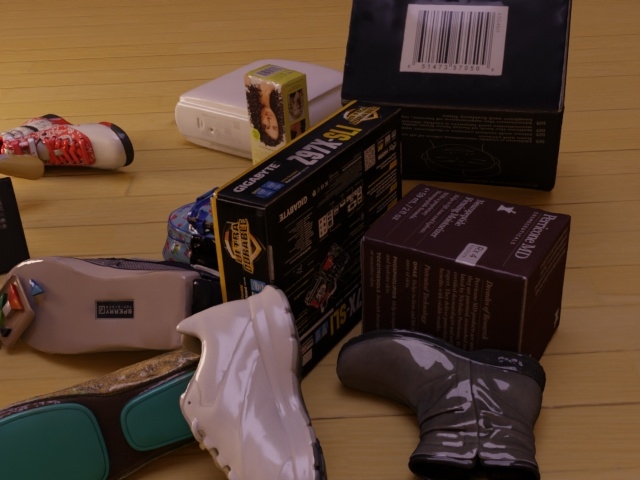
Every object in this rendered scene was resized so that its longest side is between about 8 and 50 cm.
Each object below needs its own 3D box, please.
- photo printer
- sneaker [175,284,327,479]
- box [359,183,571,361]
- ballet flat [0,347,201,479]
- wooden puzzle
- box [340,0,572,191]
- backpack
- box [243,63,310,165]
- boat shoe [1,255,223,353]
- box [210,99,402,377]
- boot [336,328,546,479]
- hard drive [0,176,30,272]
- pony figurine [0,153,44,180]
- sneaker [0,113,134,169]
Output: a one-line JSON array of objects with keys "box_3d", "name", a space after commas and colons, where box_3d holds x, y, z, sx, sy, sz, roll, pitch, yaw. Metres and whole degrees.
[{"box_3d": [-0.087, -0.264, 1.747, 0.256, 0.107, 0.307, 18, 35, 32], "name": "photo printer"}, {"box_3d": [-0.065, 0.188, 0.875, 0.129, 0.111, 0.297, -12, 56, -5], "name": "sneaker"}, {"box_3d": [0.174, 0.053, 1.094, 0.203, 0.167, 0.168, 14, 33, 27], "name": "box"}, {"box_3d": [-0.230, 0.193, 0.946, 0.349, 0.123, 0.123, -17, 32, -23], "name": "ballet flat"}, {"box_3d": [-0.393, 0.090, 1.141, 0.014, 0.116, 0.078, 13, 26, -52], "name": "wooden puzzle"}, {"box_3d": [0.218, -0.231, 1.362, 0.294, 0.212, 0.395, 5, -11, 13], "name": "box"}, {"box_3d": [-0.142, -0.017, 1.299, 0.173, 0.117, 0.158, 16, 33, 34], "name": "backpack"}, {"box_3d": [-0.062, -0.152, 1.414, 0.087, 0.232, 0.058, 21, 39, 38], "name": "box"}, {"box_3d": [-0.237, 0.084, 1.149, 0.341, 0.127, 0.158, 4, 1, 31], "name": "boat shoe"}, {"box_3d": [0.000, 0.000, 1.112, 0.079, 0.257, 0.322, 15, 34, 27], "name": "box"}, {"box_3d": [0.116, 0.182, 0.965, 0.247, 0.083, 0.161, 5, 38, 19], "name": "boot"}, {"box_3d": [-0.479, -0.016, 1.298, 0.094, 0.135, 0.022, -16, 23, -23], "name": "hard drive"}, {"box_3d": [-0.662, -0.129, 1.362, 0.351, 0.302, 0.363, 19, 6, 19], "name": "pony figurine"}, {"box_3d": [-0.465, -0.157, 1.603, 0.270, 0.090, 0.145, 16, 35, 36], "name": "sneaker"}]
